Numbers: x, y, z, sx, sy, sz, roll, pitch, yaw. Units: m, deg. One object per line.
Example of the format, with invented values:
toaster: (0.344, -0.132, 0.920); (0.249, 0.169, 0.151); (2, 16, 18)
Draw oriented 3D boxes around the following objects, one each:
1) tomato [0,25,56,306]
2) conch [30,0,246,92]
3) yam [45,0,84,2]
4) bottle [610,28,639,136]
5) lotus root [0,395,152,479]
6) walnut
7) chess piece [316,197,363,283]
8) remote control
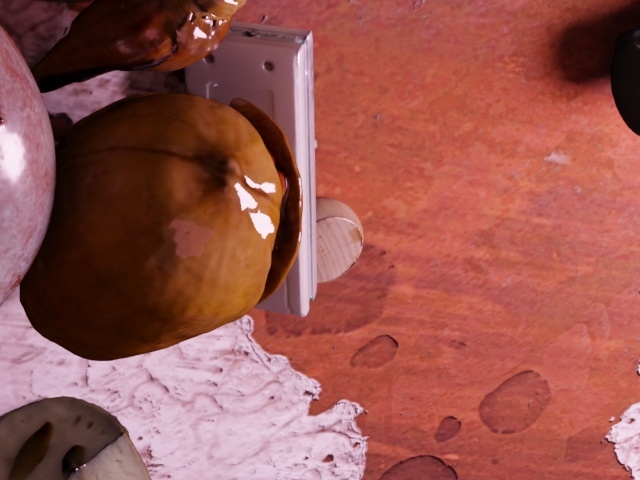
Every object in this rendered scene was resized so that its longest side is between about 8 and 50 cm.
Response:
tomato: (-0.350, -0.052, 1.121); (0.317, 0.282, 0.316); (-8, 121, -14)
conch: (-0.135, -0.165, 1.231); (0.233, 0.080, 0.086); (-30, 159, 8)
yam: (-0.239, -0.221, 1.188); (0.146, 0.070, 0.069); (3, 123, -34)
bottle: (0.436, -0.186, 1.458); (0.336, 0.144, 0.144); (-17, 128, -8)
lotus root: (-0.277, 0.311, 1.508); (0.267, 0.149, 0.260); (-38, 136, -17)
walnut: (-0.151, -0.002, 1.277); (0.209, 0.209, 0.336); (18, 147, -32)
chess piece: (0.000, 0.000, 1.467); (0.084, 0.038, 0.083); (-11, 125, -16)
remote control: (-0.058, -0.061, 1.364); (0.103, 0.055, 0.277); (9, 126, 13)
